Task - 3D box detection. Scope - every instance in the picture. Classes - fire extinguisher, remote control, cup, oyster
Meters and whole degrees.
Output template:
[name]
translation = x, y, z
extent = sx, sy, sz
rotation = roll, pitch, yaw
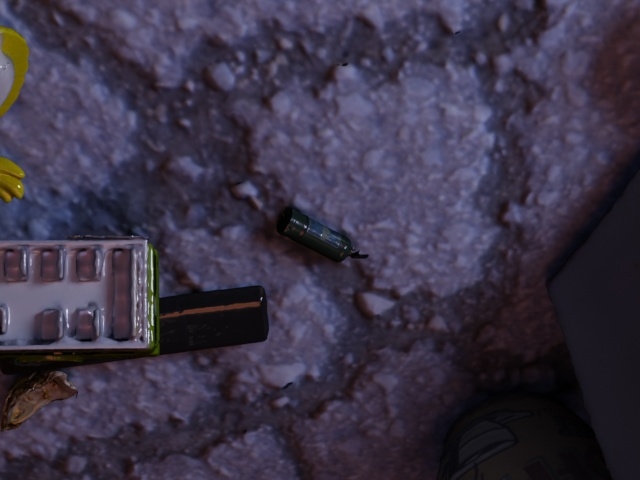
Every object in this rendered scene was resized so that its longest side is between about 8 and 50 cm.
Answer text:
[fire extinguisher]
translation = 0.000, 0.000, 1.208
extent = 0.083, 0.025, 0.038
rotation = 26, 156, -25
[remote control]
translation = -0.168, 0.081, 1.244
extent = 0.245, 0.025, 0.063
rotation = -8, 123, -3
[cup]
translation = 0.247, 0.270, 1.300
extent = 0.301, 0.257, 0.227
rotation = 0, 129, -7
[oyster]
translation = -0.268, 0.145, 1.270
extent = 0.093, 0.034, 0.051
rotation = -29, 144, 10

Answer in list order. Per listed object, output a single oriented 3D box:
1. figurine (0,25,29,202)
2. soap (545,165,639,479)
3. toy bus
[figurine]
translation = -0.289, -0.096, 1.063
extent = 0.130, 0.109, 0.178
rotation = -12, 132, -34
[soap]
translation = 0.402, 0.169, 1.139
extent = 0.350, 0.435, 0.213
rotation = 25, 125, -28
[toy bus]
translation = -0.280, 0.046, 1.111
extent = 0.302, 0.139, 0.113
rotation = -1, 82, -8
